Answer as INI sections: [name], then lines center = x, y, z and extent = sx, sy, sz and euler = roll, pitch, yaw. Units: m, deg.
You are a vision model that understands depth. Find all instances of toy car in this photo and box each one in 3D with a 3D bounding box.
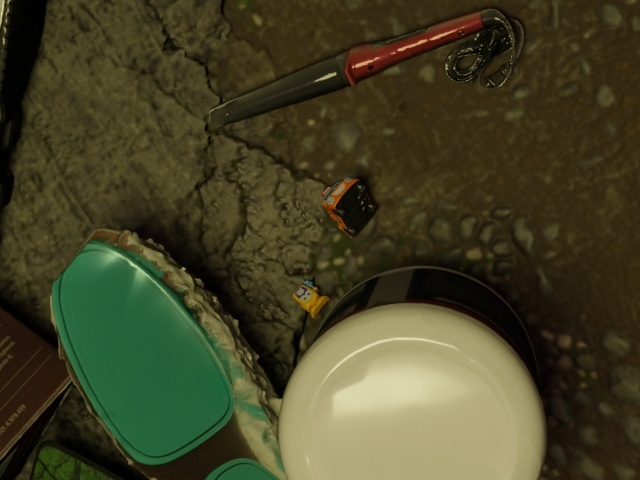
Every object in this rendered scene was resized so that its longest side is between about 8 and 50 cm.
[toy car]
center = 0.000, 0.000, 1.275
extent = 0.040, 0.060, 0.122
euler = 33, 93, 34

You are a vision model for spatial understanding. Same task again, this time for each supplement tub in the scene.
[supplement tub]
center = 0.076, 0.123, 1.169
extent = 0.191, 0.272, 0.191
euler = 1, 97, 6

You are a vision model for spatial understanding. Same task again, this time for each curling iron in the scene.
[curling iron]
center = 0.037, -0.135, 1.261
extent = 0.274, 0.035, 0.068
euler = -12, 95, 7

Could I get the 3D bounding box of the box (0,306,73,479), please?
[box]
center = -0.343, 0.137, 1.243
extent = 0.203, 0.167, 0.168
euler = 37, 131, 1

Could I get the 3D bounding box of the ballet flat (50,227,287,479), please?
[ballet flat]
center = -0.082, 0.160, 1.259
extent = 0.147, 0.147, 0.409
euler = -31, 100, 9

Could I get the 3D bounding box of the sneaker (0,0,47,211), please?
[sneaker]
center = -0.318, -0.146, 1.256
extent = 0.146, 0.122, 0.330
euler = 15, 98, 2

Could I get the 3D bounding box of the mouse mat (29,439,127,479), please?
[mouse mat]
center = -0.198, 0.278, 1.271
extent = 0.153, 0.007, 0.189
euler = 24, 109, 20
